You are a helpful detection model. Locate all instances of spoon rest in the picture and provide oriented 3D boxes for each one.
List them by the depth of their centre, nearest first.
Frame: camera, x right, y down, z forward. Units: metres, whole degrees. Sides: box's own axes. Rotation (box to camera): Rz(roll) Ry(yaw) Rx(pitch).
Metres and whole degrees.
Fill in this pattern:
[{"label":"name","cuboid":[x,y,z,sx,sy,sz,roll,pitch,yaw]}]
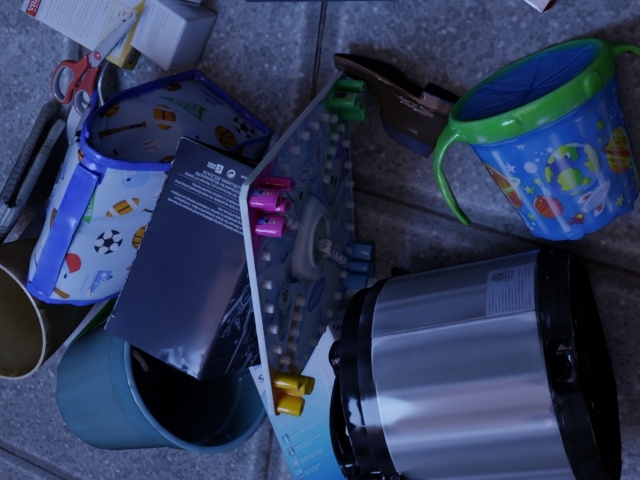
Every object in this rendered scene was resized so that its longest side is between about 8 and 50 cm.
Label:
[{"label":"spoon rest","cuboid":[-0.419,-0.250,1.605,0.137,0.084,0.276,26,120,16]}]

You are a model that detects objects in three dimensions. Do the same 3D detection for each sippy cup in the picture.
[{"label":"sippy cup","cuboid":[0.332,-0.130,1.187,0.306,0.240,0.224,-14,115,41]}]

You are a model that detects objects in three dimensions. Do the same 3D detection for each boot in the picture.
[{"label":"boot","cuboid":[0.105,-0.216,1.343,0.219,0.082,0.106,27,118,13]}]

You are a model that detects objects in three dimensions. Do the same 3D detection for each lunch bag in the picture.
[{"label":"lunch bag","cuboid":[-0.316,-0.088,1.439,0.239,0.385,0.327,38,124,9]}]

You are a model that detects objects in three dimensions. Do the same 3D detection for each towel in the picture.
[{"label":"towel","cuboid":[-0.601,-0.077,1.658,0.056,0.324,0.312,25,131,-21]}]

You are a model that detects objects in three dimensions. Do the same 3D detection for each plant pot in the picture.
[{"label":"plant pot","cuboid":[-0.511,0.090,1.546,0.237,0.254,0.237,10,114,22]},{"label":"plant pot","cuboid":[-0.320,0.260,1.644,0.334,0.341,0.341,-23,99,42]}]

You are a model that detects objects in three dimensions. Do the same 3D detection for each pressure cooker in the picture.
[{"label":"pressure cooker","cuboid":[0.211,0.211,1.283,0.421,0.370,0.375,-13,88,23]}]

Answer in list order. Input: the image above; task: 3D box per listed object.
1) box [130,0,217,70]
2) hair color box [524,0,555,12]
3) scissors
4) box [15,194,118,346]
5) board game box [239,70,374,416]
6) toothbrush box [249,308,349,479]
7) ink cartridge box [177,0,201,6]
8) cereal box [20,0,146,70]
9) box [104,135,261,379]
[{"label":"box","cuboid":[-0.252,-0.363,1.457,0.087,0.102,0.101,37,122,12]},{"label":"hair color box","cuboid":[0.274,-0.407,1.189,0.167,0.053,0.093,38,124,10]},{"label":"scissors","cuboid":[-0.403,-0.322,1.482,0.109,0.021,0.297,44,137,2]},{"label":"box","cuboid":[-0.502,0.046,1.751,0.231,0.127,0.262,49,124,0]},{"label":"board game box","cuboid":[0.000,0.000,1.269,0.050,0.390,0.389,8,125,19]},{"label":"toothbrush box","cuboid":[0.026,0.299,1.518,0.216,0.126,0.295,-39,68,34]},{"label":"ink cartridge box","cuboid":[-0.306,-0.548,1.370,0.306,0.131,0.226,28,108,17]},{"label":"cereal box","cuboid":[-0.400,-0.433,1.508,0.240,0.047,0.173,32,100,14]},{"label":"box","cuboid":[-0.133,0.031,1.359,0.179,0.343,0.312,25,96,18]}]
